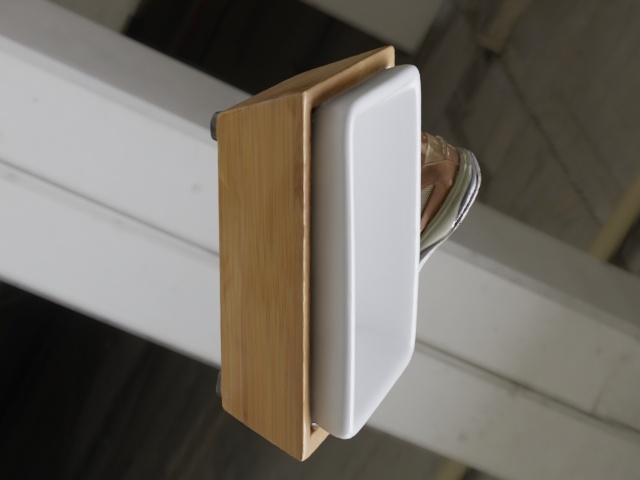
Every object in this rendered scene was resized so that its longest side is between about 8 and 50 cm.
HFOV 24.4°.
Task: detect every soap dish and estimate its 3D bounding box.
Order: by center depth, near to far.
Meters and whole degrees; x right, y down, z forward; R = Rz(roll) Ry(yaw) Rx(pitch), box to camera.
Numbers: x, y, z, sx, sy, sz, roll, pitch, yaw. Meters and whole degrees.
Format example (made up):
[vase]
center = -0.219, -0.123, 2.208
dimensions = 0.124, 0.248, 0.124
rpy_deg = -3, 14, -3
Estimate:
[soap dish]
center = 0.000, 0.000, 1.198
dimensions = 0.229, 0.118, 0.290
rpy_deg = -41, 134, -65

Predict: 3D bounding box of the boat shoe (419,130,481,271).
[boat shoe]
center = 0.049, 0.016, 1.667
dimensions = 0.324, 0.116, 0.123
rpy_deg = -59, -155, -2
